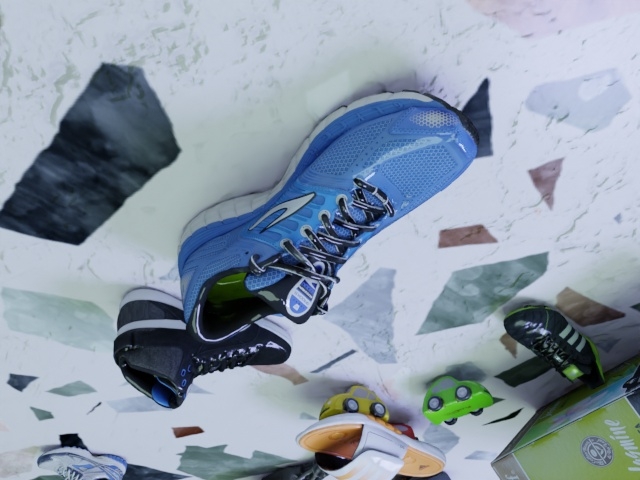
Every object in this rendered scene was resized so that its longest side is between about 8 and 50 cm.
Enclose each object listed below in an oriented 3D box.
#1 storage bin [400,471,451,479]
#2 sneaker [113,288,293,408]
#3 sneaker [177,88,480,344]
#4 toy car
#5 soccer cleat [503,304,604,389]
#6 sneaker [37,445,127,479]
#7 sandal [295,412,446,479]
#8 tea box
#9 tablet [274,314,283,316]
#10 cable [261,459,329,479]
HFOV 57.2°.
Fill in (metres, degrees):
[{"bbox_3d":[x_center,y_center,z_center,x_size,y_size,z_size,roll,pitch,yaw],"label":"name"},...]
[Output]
[{"bbox_3d":[0.187,0.480,1.077,0.091,0.098,0.135,-9,143,-38],"label":"storage bin"},{"bbox_3d":[-0.132,0.143,0.676,0.217,0.121,0.079,19,131,-23],"label":"sneaker"},{"bbox_3d":[0.000,0.000,0.530,0.330,0.147,0.130,-34,129,25],"label":"sneaker"},{"bbox_3d":[0.140,0.249,0.859,0.225,0.053,0.239,-27,132,19],"label":"toy car"},{"bbox_3d":[0.304,0.136,0.748,0.179,0.072,0.060,27,126,-29],"label":"soccer cleat"},{"bbox_3d":[-0.373,0.362,0.916,0.135,0.058,0.052,18,130,-21],"label":"sneaker"},{"bbox_3d":[0.088,0.314,0.825,0.265,0.076,0.102,26,127,-29],"label":"sandal"},{"bbox_3d":[0.461,0.321,0.730,0.323,0.329,0.220,-43,161,32],"label":"tea box"},{"bbox_3d":[-0.073,0.066,0.687,0.083,0.006,0.054,13,132,-19],"label":"tablet"},{"bbox_3d":[-0.016,0.415,0.996,0.287,0.072,0.139,-31,135,23],"label":"cable"}]
